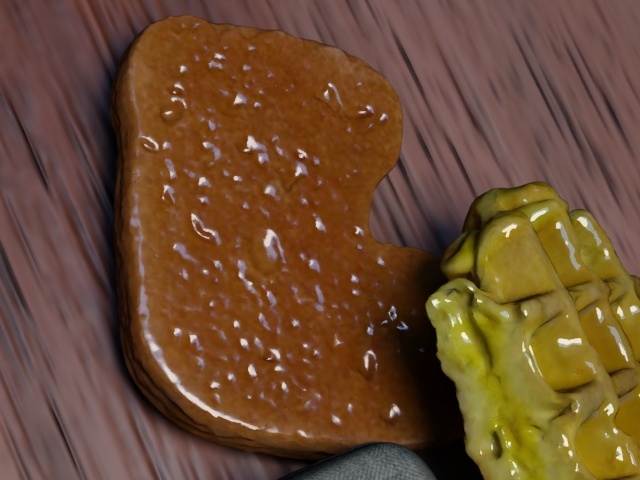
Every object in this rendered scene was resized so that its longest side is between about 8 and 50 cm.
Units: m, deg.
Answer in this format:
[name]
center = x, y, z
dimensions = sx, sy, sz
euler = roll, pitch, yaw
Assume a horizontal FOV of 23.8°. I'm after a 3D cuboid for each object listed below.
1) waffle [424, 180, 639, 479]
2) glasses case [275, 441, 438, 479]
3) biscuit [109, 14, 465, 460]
[waffle]
center = 0.116, 0.073, 0.632
dimensions = 0.160, 0.055, 0.211
euler = -4, 68, -60
[glasses case]
center = 0.054, 0.238, 0.577
dimensions = 0.131, 0.074, 0.323
euler = -28, 85, -17
[biscuit]
center = 0.000, 0.000, 0.664
dimensions = 0.186, 0.036, 0.192
euler = 2, 72, -22
